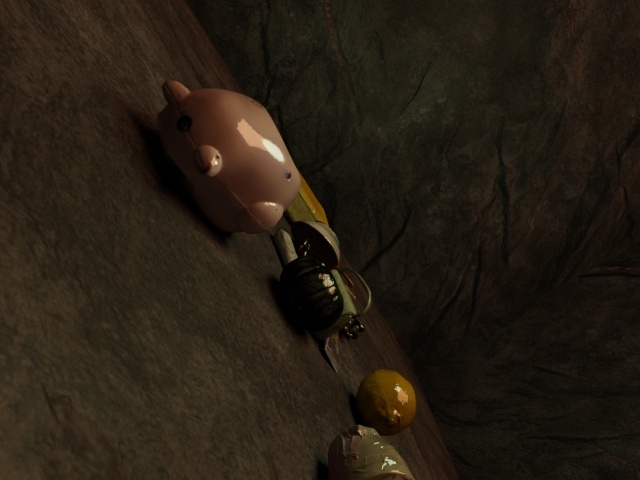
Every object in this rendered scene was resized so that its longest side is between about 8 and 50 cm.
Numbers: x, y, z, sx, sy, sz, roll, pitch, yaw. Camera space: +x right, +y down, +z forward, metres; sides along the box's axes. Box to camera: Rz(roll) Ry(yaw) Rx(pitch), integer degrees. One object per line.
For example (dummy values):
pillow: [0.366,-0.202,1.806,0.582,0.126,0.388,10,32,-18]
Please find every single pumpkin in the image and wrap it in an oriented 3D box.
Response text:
pumpkin: [-0.025,0.152,1.398,0.220,0.161,0.221,-20,90,-89]

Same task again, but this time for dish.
dish: [0.000,0.000,1.987,0.260,0.085,0.260,35,-27,21]

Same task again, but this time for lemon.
lemon: [0.201,0.497,1.493,0.188,0.188,0.257,60,10,-3]

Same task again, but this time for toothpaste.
toothpaste: [0.028,0.296,1.612,0.299,0.073,0.114,-97,167,-58]

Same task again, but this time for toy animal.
toy animal: [0.103,0.313,1.919,0.168,0.106,0.343,56,-3,31]

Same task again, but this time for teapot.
teapot: [0.104,0.482,0.969,0.222,0.163,0.178,56,1,-27]

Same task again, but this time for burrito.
burrito: [-0.113,0.042,1.656,0.064,0.064,0.203,50,13,-56]

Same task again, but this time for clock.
clock: [-0.209,-0.205,1.167,0.368,0.250,0.376,62,7,21]

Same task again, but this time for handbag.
handbag: [0.048,0.183,1.558,0.079,0.219,0.256,58,5,-36]

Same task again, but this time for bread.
bread: [-0.093,-0.165,2.307,0.333,0.143,0.324,57,9,-26]

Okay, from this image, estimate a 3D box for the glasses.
glasses: [0.033,0.097,1.826,0.268,0.118,0.234,28,8,-4]
